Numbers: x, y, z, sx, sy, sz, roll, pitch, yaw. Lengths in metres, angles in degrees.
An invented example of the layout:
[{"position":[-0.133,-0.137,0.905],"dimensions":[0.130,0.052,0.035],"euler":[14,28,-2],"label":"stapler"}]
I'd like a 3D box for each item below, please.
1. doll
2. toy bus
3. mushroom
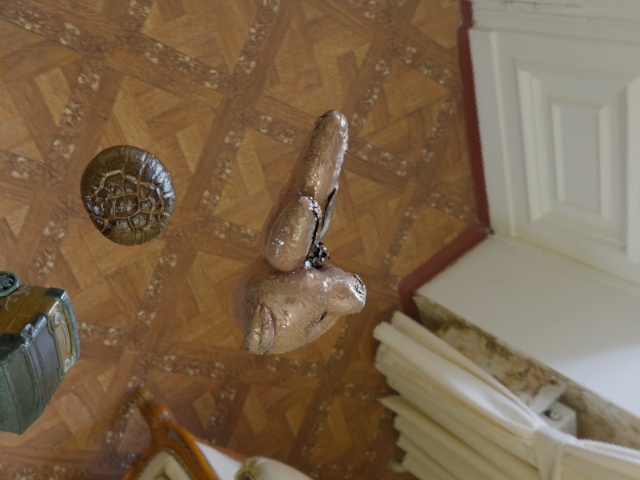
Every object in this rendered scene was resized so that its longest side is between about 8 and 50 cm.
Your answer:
[{"position":[0.000,0.000,0.840],"dimensions":[0.156,0.201,0.303],"euler":[21,97,1],"label":"doll"},{"position":[-0.457,0.126,0.845],"dimensions":[0.275,0.167,0.139],"euler":[8,126,3],"label":"toy bus"},{"position":[-0.242,-0.055,0.863],"dimensions":[0.109,0.085,0.126],"euler":[-31,107,19],"label":"mushroom"}]
